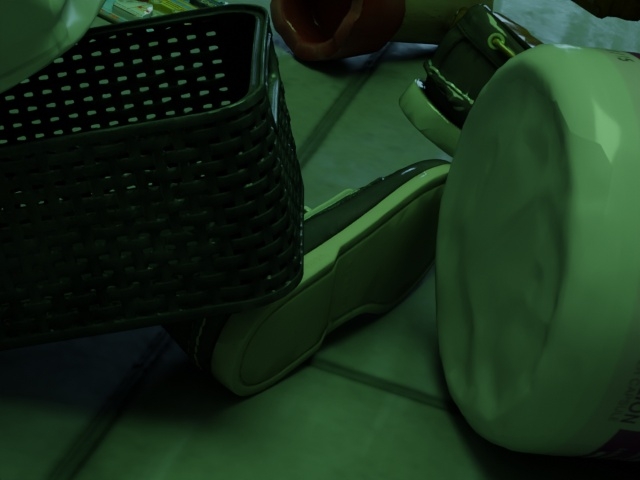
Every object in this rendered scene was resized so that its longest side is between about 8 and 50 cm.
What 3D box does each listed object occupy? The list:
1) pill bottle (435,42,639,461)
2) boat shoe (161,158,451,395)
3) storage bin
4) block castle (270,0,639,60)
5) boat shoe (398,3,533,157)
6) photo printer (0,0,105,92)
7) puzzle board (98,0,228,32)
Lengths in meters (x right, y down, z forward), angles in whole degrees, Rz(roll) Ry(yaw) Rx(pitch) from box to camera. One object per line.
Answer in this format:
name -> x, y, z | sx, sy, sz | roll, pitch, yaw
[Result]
pill bottle -> 0.215, 0.017, 0.663 | 0.301, 0.169, 0.169 | 6, 27, -15
boat shoe -> 0.000, 0.000, 0.699 | 0.065, 0.075, 0.206 | 29, 34, 22
storage bin -> -0.102, -0.025, 0.617 | 0.180, 0.084, 0.122 | -9, 26, 4
block castle -> 0.154, -0.267, 0.890 | 0.213, 0.453, 0.303 | -2, 31, -44
boat shoe -> 0.152, -0.036, 0.786 | 0.228, 0.068, 0.081 | 30, 19, -13
photo printer -> -0.220, -0.084, 0.569 | 0.307, 0.107, 0.256 | -24, 25, 15
puzzle board -> -0.128, -0.169, 1.042 | 0.128, 0.011, 0.096 | 28, 29, 28
